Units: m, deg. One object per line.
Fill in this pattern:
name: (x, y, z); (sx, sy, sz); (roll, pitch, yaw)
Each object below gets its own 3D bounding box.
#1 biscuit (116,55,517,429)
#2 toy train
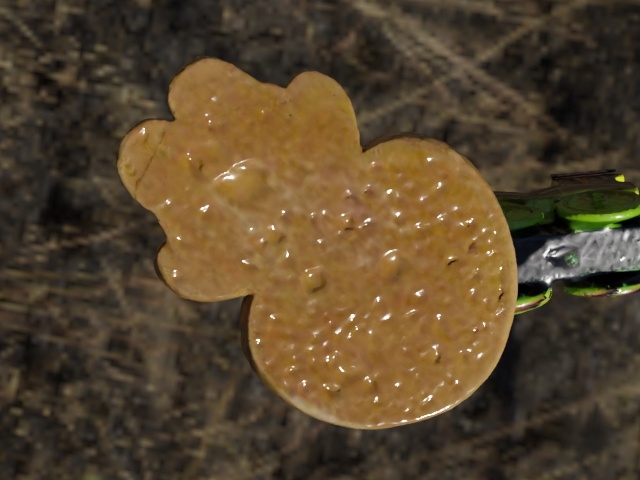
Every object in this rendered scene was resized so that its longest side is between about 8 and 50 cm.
biscuit: (0.000, 0.000, 1.120); (0.202, 0.289, 0.044); (-57, -169, -4)
toy train: (0.167, 0.005, 1.588); (0.160, 0.296, 0.100); (-115, -159, -73)
